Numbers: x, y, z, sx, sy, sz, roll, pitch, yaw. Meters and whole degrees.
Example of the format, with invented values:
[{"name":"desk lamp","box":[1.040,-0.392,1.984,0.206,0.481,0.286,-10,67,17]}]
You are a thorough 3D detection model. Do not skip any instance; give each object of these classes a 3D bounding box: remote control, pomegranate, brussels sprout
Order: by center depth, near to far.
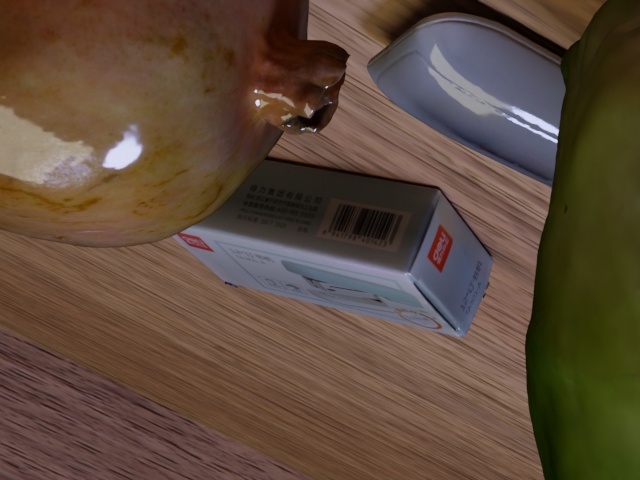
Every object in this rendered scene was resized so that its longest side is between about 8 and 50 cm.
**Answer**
[{"name":"brussels sprout","box":[0.246,0.044,0.642,0.276,0.314,0.371,4,145,34]},{"name":"pomegranate","box":[-0.112,-0.109,0.753,0.270,0.229,0.252,14,162,12]},{"name":"remote control","box":[0.177,-0.044,0.865,0.313,0.055,0.109,27,163,-13]}]

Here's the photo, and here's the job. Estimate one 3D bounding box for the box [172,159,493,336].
[{"name":"box","box":[0.000,0.000,1.191,0.269,0.079,0.135,12,160,32]}]
